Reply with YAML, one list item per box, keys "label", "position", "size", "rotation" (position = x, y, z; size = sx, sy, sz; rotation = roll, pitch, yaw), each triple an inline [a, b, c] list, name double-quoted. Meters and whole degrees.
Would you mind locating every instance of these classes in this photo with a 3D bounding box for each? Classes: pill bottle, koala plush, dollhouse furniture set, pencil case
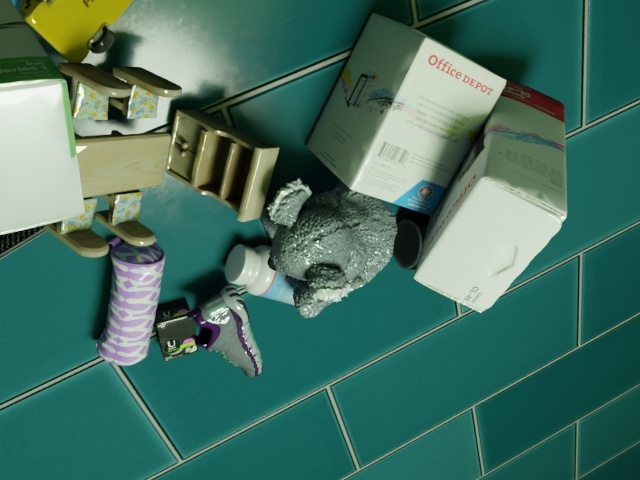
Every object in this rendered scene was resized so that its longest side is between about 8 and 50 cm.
- label: "pill bottle"
  position: [-0.077, 0.058, 1.047]
  size: [0.160, 0.087, 0.087]
  rotation: [18, 110, -35]
- label: "koala plush"
  position: [0.000, 0.000, 0.885]
  size: [0.203, 0.196, 0.221]
  rotation: [-24, 173, 15]
- label: "dollhouse furniture set"
  position: [-0.198, -0.092, 0.781]
  size: [0.242, 0.161, 0.212]
  rotation: [-19, 133, -53]
- label: "pencil case"
  position: [-0.301, 0.096, 0.962]
  size: [0.088, 0.086, 0.206]
  rotation: [17, 113, 3]
- label: "pill bottle"
  position: [0.251, 0.008, 1.159]
  size: [0.219, 0.123, 0.122]
  rotation: [1, 119, -27]

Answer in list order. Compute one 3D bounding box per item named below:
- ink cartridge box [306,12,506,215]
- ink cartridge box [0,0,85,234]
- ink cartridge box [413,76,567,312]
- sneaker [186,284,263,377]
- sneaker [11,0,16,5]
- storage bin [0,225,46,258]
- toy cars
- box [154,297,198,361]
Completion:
- label: "ink cartridge box"
  position: [0.124, -0.192, 0.939]
  size: [0.171, 0.168, 0.232]
  rotation: [15, 111, -34]
- label: "ink cartridge box"
  position: [-0.331, -0.139, 0.638]
  size: [0.093, 0.219, 0.160]
  rotation: [-17, 137, -29]
- label: "ink cartridge box"
  position: [0.269, -0.079, 0.960]
  size: [0.131, 0.306, 0.226]
  rotation: [26, 133, 1]
- label: "sneaker"
  position: [-0.167, 0.172, 1.066]
  size: [0.098, 0.083, 0.223]
  rotation: [-24, 134, -16]
- label: "sneaker"
  position: [-0.391, -0.246, 0.714]
  size: [0.209, 0.069, 0.082]
  rotation: [-47, 135, 9]
- label: "storage bin"
  position: [-0.416, -0.063, 0.802]
  size: [0.180, 0.084, 0.122]
  rotation: [-33, 128, -6]
- label: "toy cars"
  position: [-0.253, -0.398, 0.672]
  size: [0.176, 0.087, 0.393]
  rotation: [-19, 128, -49]
- label: "box"
  position: [-0.247, 0.151, 1.041]
  size: [0.062, 0.052, 0.083]
  rotation: [-14, 124, -19]
